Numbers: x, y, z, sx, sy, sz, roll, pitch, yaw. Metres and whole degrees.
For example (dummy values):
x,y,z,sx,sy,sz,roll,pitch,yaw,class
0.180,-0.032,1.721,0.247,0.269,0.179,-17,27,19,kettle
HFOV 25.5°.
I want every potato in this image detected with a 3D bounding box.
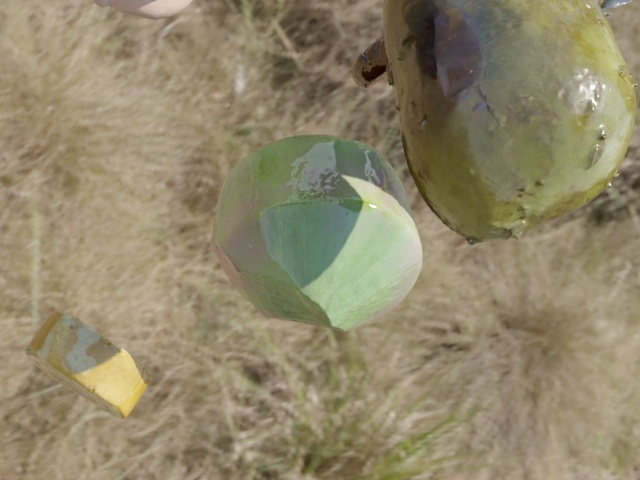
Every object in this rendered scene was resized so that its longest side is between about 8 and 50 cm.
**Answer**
x,y,z,sx,sy,sz,roll,pitch,yaw,class
0.156,-0.151,1.242,0.173,0.210,0.307,17,53,-57,potato

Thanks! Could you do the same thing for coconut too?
x,y,z,sx,sy,sz,roll,pitch,yaw,class
0.000,0.000,1.504,0.236,0.204,0.236,49,23,-30,coconut

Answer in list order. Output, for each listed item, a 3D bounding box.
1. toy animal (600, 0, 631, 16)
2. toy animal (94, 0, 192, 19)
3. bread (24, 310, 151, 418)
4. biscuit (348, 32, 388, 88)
x,y,z,sx,sy,sz,roll,pitch,yaw,class
0.295,-0.235,1.525,0.028,0.084,0.050,42,47,-22,toy animal
-0.139,-0.277,1.179,0.171,0.197,0.171,6,73,-21,toy animal
-0.261,0.133,1.591,0.073,0.149,0.122,-56,155,-15,bread
0.112,-0.227,1.503,0.192,0.192,0.049,-32,90,-42,biscuit
